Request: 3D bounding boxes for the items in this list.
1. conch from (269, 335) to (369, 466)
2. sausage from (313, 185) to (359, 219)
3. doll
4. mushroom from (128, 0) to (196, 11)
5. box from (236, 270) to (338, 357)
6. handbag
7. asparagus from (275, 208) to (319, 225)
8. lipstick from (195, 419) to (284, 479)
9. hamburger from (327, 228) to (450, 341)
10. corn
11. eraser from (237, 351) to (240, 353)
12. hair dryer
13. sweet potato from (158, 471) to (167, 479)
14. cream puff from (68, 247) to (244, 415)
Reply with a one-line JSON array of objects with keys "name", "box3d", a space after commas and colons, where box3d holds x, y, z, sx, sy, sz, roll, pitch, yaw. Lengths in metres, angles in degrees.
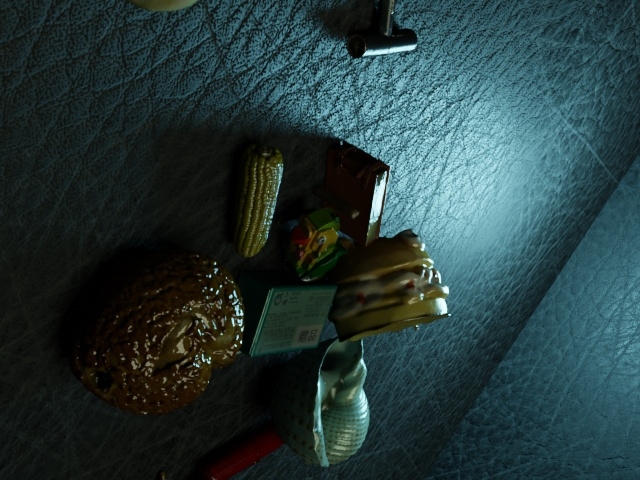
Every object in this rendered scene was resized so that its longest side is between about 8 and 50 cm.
[{"name": "conch", "box3d": [-0.012, 0.375, 2.000, 0.303, 0.215, 0.319, 7, 82, -64]}, {"name": "sausage", "box3d": [0.032, -0.075, 1.688, 0.026, 0.116, 0.026, -30, 138, -31]}, {"name": "doll", "box3d": [-0.007, 0.004, 1.705, 0.134, 0.106, 0.186, -31, 155, -15]}, {"name": "mushroom", "box3d": [-0.202, -0.355, 1.053, 0.112, 0.148, 0.148, -84, 177, -45]}, {"name": "box", "box3d": [-0.083, 0.146, 1.751, 0.245, 0.092, 0.153, 4, 108, -56]}, {"name": "handbag", "box3d": [0.068, -0.096, 1.709, 0.063, 0.127, 0.190, -33, 145, -37]}, {"name": "asparagus", "box3d": [-0.045, -0.048, 1.703, 0.127, 0.018, 0.015, -15, 172, -46]}, {"name": "lipstick", "box3d": [-0.177, 0.505, 2.026, 0.280, 0.073, 0.073, -23, 138, -43]}, {"name": "hamburger", "box3d": [0.141, 0.096, 1.903, 0.276, 0.236, 0.276, -13, 168, -3]}, {"name": "corn", "box3d": [-0.115, -0.069, 1.516, 0.080, 0.080, 0.231, -28, 141, -40]}, {"name": "eraser", "box3d": [-0.168, 0.202, 1.775, 0.027, 0.019, 0.099, -12, 127, -53]}, {"name": "hair dryer", "box3d": [0.133, -0.433, 1.547, 0.173, 0.050, 0.195, -21, 133, -49]}, {"name": "sweet potato", "box3d": [-0.353, 0.601, 1.883, 0.068, 0.068, 0.226, -27, 122, -41]}, {"name": "cream puff", "box3d": [-0.253, 0.159, 1.412, 0.303, 0.212, 0.303, -38, 144, -35]}]
